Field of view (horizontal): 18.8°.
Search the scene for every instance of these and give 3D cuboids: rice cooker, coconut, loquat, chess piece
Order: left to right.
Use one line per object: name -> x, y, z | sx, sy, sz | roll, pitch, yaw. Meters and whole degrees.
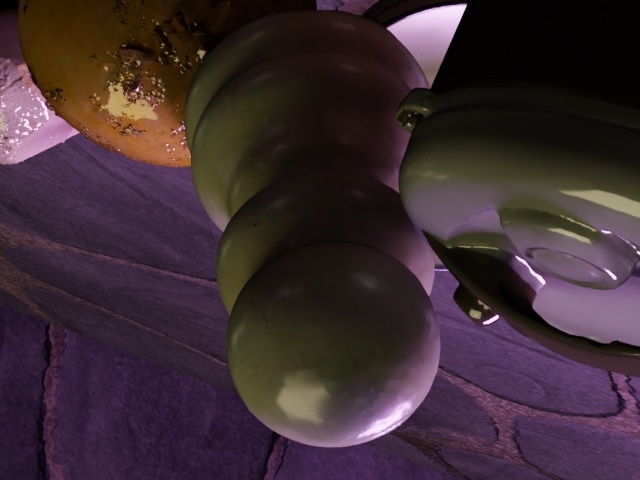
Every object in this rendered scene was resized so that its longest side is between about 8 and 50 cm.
coconut -> -0.304, -0.161, 1.954 | 0.147, 0.152, 0.147 | 17, 123, 29
loquat -> -0.115, -0.170, 1.497 | 0.235, 0.235, 0.235 | 21, 164, 6
chess piece -> 0.000, 0.000, 1.286 | 0.182, 0.330, 0.182 | -2, 126, -3
rice cooker -> 0.232, -0.071, 1.155 | 0.335, 0.325, 0.335 | 21, 164, 6

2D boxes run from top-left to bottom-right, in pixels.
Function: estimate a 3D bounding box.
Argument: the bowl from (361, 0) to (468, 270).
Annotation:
bowl -> 0.105, -0.107, 1.494 | 0.237, 0.126, 0.238 | -2, 125, -2
